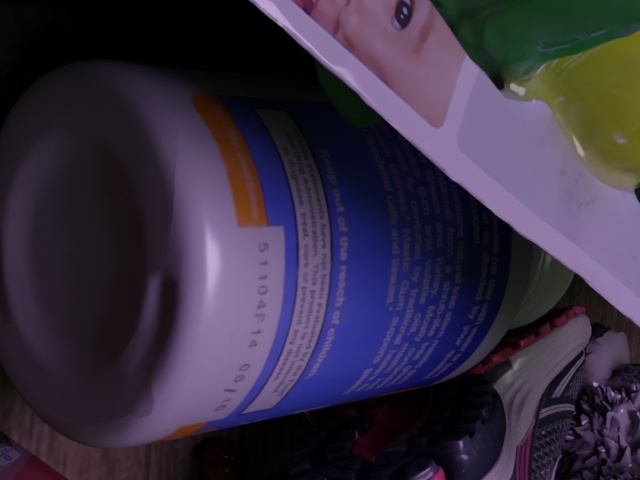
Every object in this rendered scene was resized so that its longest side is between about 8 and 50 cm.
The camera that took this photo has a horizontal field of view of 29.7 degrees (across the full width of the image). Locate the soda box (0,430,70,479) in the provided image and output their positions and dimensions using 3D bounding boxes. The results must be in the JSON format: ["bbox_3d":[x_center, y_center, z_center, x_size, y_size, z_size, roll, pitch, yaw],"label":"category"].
[{"bbox_3d":[-0.200,0.183,0.454,0.263,0.092,0.083,-31,126,-36],"label":"soda box"}]

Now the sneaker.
[{"bbox_3d":[0.074,0.113,0.643,0.299,0.121,0.112,-34,110,-59],"label":"sneaker"}]

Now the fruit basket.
[{"bbox_3d":[0.141,-0.118,0.437,0.353,0.165,0.327,33,59,-25],"label":"fruit basket"}]

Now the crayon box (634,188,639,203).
[{"bbox_3d":[0.204,-0.073,0.718,0.318,0.081,0.202,52,31,-42],"label":"crayon box"}]

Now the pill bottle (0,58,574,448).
[{"bbox_3d":[0.000,0.000,0.550,0.272,0.152,0.152,-3,107,-45],"label":"pill bottle"}]

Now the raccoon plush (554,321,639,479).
[{"bbox_3d":[0.110,0.215,0.783,0.446,0.299,0.216,-6,129,-12],"label":"raccoon plush"}]

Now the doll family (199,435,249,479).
[{"bbox_3d":[-0.011,0.167,0.662,0.193,0.076,0.111,6,105,-44],"label":"doll family"}]
